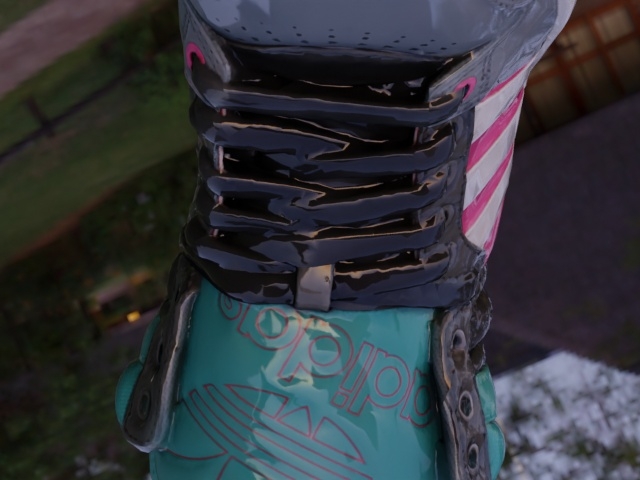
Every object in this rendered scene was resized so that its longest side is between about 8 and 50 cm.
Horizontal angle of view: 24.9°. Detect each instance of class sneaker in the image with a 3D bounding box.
[{"bbox_3d":[0.000,0.000,0.409,0.124,0.178,0.295,9,171,8],"label":"sneaker"}]
